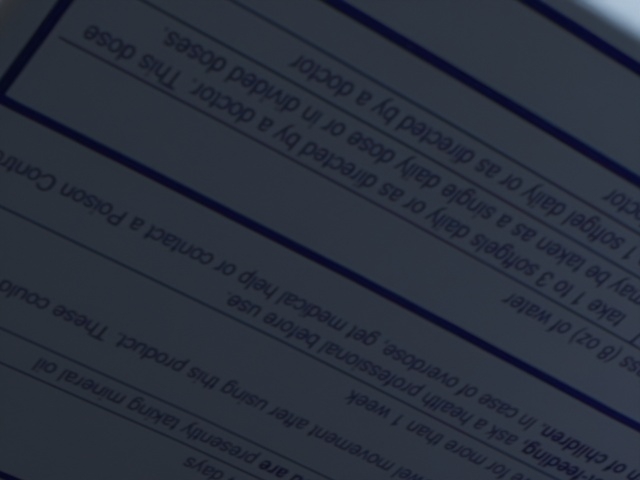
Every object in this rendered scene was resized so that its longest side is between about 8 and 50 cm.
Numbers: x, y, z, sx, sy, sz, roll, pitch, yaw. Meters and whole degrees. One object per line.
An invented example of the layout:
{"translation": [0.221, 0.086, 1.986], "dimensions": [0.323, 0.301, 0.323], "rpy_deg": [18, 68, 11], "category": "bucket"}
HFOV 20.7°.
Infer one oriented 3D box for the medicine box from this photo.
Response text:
{"translation": [0.000, 0.000, 0.496], "dimensions": [0.289, 0.263, 0.149], "rpy_deg": [-46, 28, 34], "category": "medicine box"}
